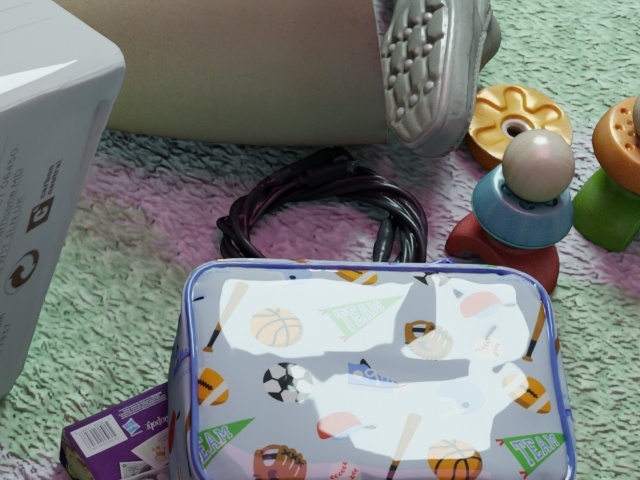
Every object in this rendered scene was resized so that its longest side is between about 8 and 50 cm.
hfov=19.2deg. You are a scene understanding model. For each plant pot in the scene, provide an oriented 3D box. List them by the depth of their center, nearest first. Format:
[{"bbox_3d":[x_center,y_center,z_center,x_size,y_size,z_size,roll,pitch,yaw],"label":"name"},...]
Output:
[{"bbox_3d":[-0.097,-0.187,1.611,0.274,0.256,0.256,-9,52,-2],"label":"plant pot"}]

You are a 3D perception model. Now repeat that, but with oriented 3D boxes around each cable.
[{"bbox_3d":[0.000,0.000,1.592,0.184,0.047,0.150,-27,66,-33],"label":"cable"}]

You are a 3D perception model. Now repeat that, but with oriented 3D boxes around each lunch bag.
[{"bbox_3d":[0.040,0.118,1.397,0.303,0.115,0.243,3,48,-9],"label":"lunch bag"}]

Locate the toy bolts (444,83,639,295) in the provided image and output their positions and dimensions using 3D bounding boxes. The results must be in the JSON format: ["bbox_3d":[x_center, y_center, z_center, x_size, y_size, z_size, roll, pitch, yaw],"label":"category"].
[{"bbox_3d":[0.199,-0.079,1.621,0.218,0.158,0.228,39,53,19],"label":"toy bolts"}]

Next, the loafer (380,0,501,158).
[{"bbox_3d":[0.119,-0.190,1.722,0.111,0.112,0.319,31,42,-25],"label":"loafer"}]

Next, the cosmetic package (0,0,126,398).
[{"bbox_3d":[-0.414,-0.062,1.308,0.393,0.329,0.327,36,35,16],"label":"cosmetic package"}]

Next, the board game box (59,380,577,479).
[{"bbox_3d":[0.001,0.164,1.451,0.346,0.056,0.208,-23,55,-28],"label":"board game box"}]
